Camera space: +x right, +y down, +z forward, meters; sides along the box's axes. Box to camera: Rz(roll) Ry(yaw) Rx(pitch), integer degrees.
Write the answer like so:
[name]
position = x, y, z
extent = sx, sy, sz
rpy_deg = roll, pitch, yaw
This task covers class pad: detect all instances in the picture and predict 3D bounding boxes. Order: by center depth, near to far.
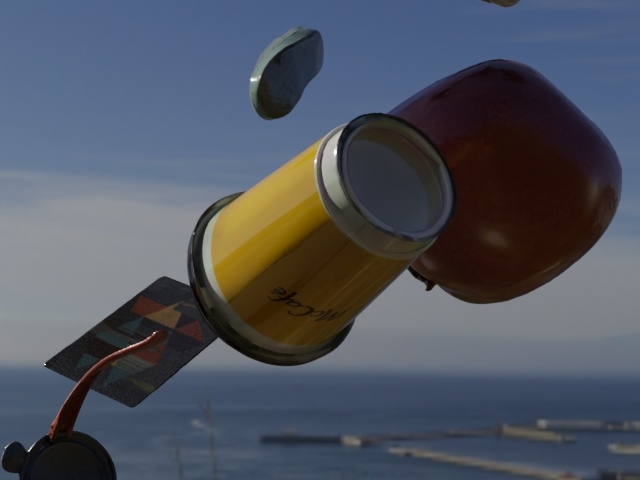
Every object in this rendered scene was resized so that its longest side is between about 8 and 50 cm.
[pad]
position = -0.202, 0.113, 1.417
extent = 0.143, 0.003, 0.211
rpy_deg = 20, 39, 28

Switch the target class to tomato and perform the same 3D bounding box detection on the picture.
[tomato]
position = 0.196, -0.072, 1.475
extent = 0.293, 0.290, 0.325
rpy_deg = 43, 5, 1

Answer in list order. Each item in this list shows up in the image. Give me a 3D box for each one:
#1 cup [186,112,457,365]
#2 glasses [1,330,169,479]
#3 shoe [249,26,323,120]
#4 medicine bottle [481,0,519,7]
[cup]
position = 0.000, 0.000, 1.174
extent = 0.196, 0.196, 0.280
rpy_deg = 5, -26, -33
[glasses]
position = -0.199, 0.225, 1.109
extent = 0.118, 0.234, 0.268
rpy_deg = -3, -37, -29
[shoe]
position = -0.074, -0.281, 2.025
extent = 0.100, 0.103, 0.251
rpy_deg = -3, 29, 29
[medicine bottle]
position = 0.235, -0.491, 2.068
extent = 0.250, 0.133, 0.133
rpy_deg = 25, 9, 33
